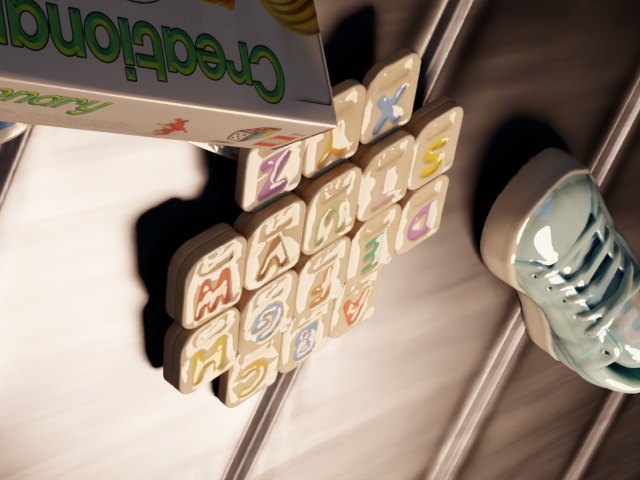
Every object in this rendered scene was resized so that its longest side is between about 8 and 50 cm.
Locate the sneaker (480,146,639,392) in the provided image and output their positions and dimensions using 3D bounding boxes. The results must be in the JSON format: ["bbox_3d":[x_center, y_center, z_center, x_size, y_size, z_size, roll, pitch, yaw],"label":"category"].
[{"bbox_3d":[0.263,0.039,1.341,0.135,0.150,0.366,-52,149,-7],"label":"sneaker"}]

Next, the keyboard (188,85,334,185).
[{"bbox_3d":[-0.050,-0.088,0.914,0.072,0.014,0.256,-60,150,7],"label":"keyboard"}]

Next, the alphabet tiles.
[{"bbox_3d":[0.000,0.000,1.042,0.284,0.021,0.278,-32,147,-35],"label":"alphabet tiles"}]

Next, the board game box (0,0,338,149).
[{"bbox_3d":[-0.113,-0.146,0.622,0.305,0.053,0.193,1,76,-55],"label":"board game box"}]

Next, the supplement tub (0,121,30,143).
[{"bbox_3d":[-0.171,-0.103,0.674,0.071,0.071,0.107,-34,143,-32],"label":"supplement tub"}]
